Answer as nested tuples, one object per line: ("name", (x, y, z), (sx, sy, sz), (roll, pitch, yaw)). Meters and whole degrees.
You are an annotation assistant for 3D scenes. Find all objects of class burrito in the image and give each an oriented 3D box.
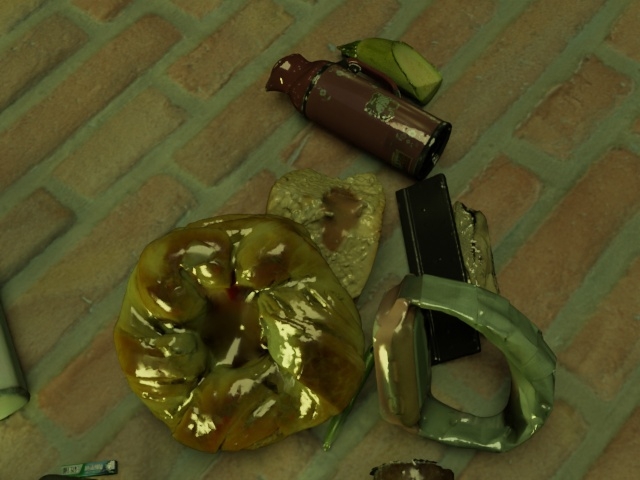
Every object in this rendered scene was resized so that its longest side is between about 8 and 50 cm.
("burrito", (0.250, 0.040, 1.279), (0.063, 0.058, 0.229), (-9, 64, 4))

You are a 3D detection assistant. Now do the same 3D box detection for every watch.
("watch", (0.208, 0.179, 1.127), (0.241, 0.253, 0.161), (-1, 23, 16))

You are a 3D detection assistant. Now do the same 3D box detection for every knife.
("knife", (0.047, 0.237, 1.219), (0.022, 0.026, 0.184), (25, 67, 10))

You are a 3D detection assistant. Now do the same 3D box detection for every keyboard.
("keyboard", (0.183, 0.042, 1.280), (0.101, 0.018, 0.309), (-22, 62, 27))

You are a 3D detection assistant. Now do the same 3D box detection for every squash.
("squash", (0.121, -0.325, 1.436), (0.200, 0.075, 0.090), (31, 63, 16))

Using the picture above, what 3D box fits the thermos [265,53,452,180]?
("thermos", (0.063, -0.240, 1.377), (0.330, 0.109, 0.136), (31, 97, 16))

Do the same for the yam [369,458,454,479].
("yam", (0.125, 0.444, 1.071), (0.131, 0.131, 0.279), (1, 68, 4))

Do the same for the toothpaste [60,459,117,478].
("toothpaste", (-0.348, 0.345, 1.197), (0.083, 0.017, 0.020), (-6, 66, 0))

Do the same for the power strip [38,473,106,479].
("power strip", (-0.297, 0.402, 1.062), (0.257, 0.092, 0.251), (5, 22, 2))

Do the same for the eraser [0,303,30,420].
("eraser", (-0.587, 0.157, 1.250), (0.189, 0.104, 0.290), (-26, 67, -4))

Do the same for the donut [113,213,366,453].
("donut", (-0.111, 0.131, 1.138), (0.361, 0.170, 0.360), (1, 100, 3))

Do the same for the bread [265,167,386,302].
("bread", (0.000, 0.002, 1.299), (0.184, 0.224, 0.211), (11, 109, 1))
